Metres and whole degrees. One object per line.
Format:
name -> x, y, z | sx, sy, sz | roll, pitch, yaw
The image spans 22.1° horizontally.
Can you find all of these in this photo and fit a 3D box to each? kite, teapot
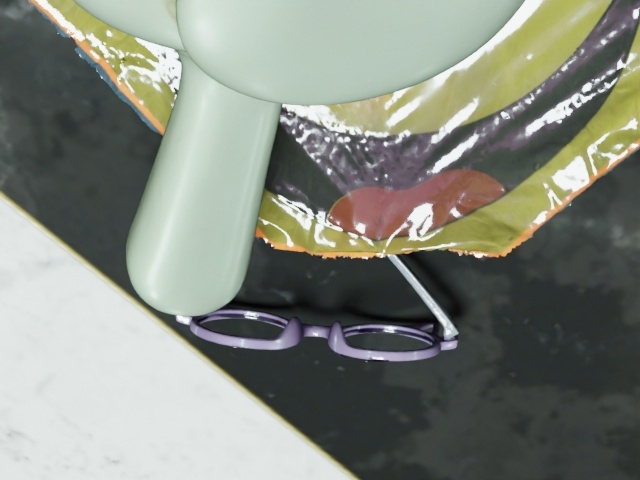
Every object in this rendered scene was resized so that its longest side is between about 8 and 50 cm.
kite -> 0.038, -0.135, 0.682 | 0.377, 0.013, 0.328 | 2, 116, 3
teapot -> -0.003, -0.104, 0.612 | 0.220, 0.149, 0.318 | -18, 157, -2

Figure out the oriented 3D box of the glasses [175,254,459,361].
glasses -> 0.000, 0.000, 0.793 | 0.139, 0.062, 0.104 | 4, 103, 4
